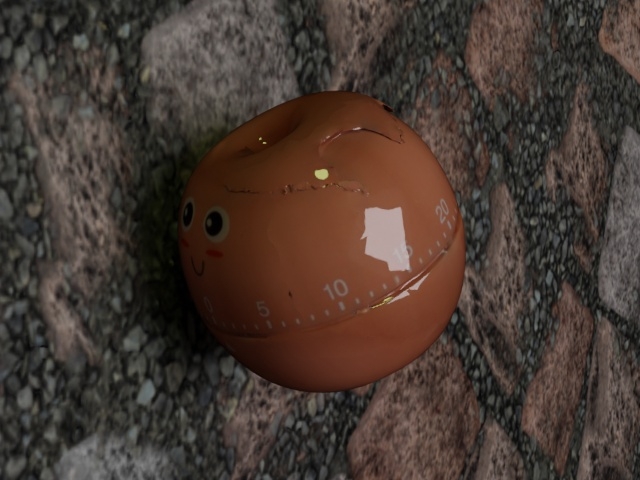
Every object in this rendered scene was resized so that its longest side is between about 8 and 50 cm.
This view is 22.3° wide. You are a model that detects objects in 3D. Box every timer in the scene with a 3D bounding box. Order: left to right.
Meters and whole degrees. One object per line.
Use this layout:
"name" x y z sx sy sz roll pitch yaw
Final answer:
"timer" 0.000 0.000 1.301 0.229 0.229 0.215 -45 120 -48
